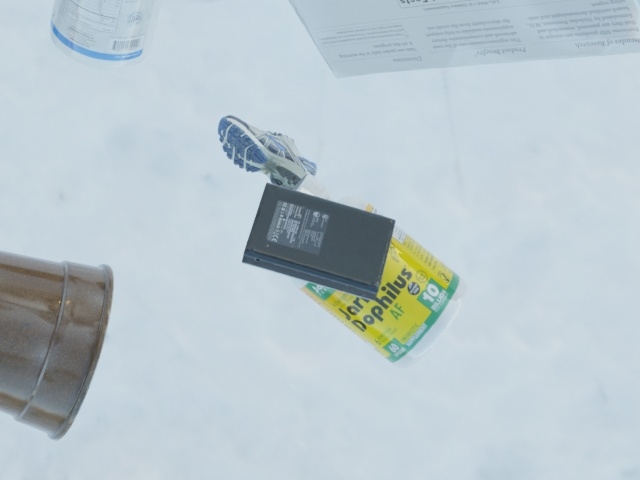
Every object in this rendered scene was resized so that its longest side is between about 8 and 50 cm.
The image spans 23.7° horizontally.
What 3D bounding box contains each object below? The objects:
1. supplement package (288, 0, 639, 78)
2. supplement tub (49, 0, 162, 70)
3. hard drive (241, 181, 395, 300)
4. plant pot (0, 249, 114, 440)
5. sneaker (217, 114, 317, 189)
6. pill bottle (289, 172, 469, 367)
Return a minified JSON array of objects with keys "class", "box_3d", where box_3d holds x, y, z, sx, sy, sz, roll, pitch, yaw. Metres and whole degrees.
[{"class":"supplement package","box_3d":[0.121,-0.227,0.972,0.204,0.261,0.145,-54,127,-31]},{"class":"supplement tub","box_3d":[-0.134,-0.171,0.987,0.071,0.071,0.107,7,130,-16]},{"class":"hard drive","box_3d":[0.000,0.000,1.485,0.135,0.094,0.022,16,142,0]},{"class":"plant pot","box_3d":[-0.290,0.078,1.354,0.165,0.167,0.167,18,102,-19]},{"class":"sneaker","box_3d":[-0.062,-0.106,1.812,0.135,0.058,0.052,39,135,-2]},{"class":"pill bottle","box_3d":[0.041,0.027,1.583,0.208,0.117,0.118,39,95,-6]}]
